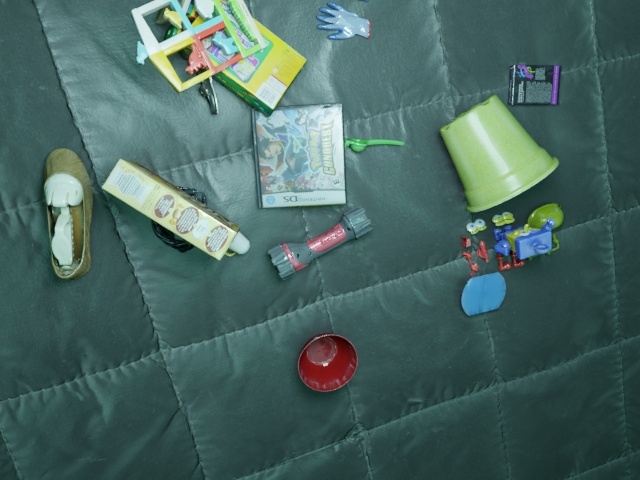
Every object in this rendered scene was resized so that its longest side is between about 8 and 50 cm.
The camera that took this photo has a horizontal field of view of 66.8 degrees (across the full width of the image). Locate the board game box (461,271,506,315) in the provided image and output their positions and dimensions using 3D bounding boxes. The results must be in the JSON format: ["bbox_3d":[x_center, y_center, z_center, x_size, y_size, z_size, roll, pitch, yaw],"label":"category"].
[{"bbox_3d":[0.523,0.168,1.579,0.169,0.033,0.133,-11,110,-17],"label":"board game box"}]

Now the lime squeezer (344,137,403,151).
[{"bbox_3d":[0.093,-0.244,1.387,0.310,0.059,0.110,-31,106,-5],"label":"lime squeezer"}]

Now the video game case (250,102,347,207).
[{"bbox_3d":[-0.056,-0.230,1.335,0.248,0.035,0.274,-2,102,3],"label":"video game case"}]

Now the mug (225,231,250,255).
[{"bbox_3d":[-0.239,0.008,1.373,0.064,0.078,0.062,38,59,-26],"label":"mug"}]

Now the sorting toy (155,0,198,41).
[{"bbox_3d":[-0.330,-0.595,1.182,0.046,0.132,0.274,22,86,-45],"label":"sorting toy"}]

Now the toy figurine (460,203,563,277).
[{"bbox_3d":[0.645,0.017,1.482,0.363,0.217,0.191,-14,105,-9],"label":"toy figurine"}]

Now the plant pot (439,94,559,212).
[{"bbox_3d":[0.480,-0.259,1.382,0.276,0.276,0.254,-33,95,-4],"label":"plant pot"}]

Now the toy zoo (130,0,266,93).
[{"bbox_3d":[-0.292,-0.472,1.117,0.293,0.030,0.192,-36,110,-18],"label":"toy zoo"}]

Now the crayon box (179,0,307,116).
[{"bbox_3d":[-0.196,-0.469,1.234,0.278,0.081,0.165,34,80,-13],"label":"crayon box"}]

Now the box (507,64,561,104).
[{"bbox_3d":[0.651,-0.473,1.476,0.162,0.029,0.116,-3,102,-13],"label":"box"}]

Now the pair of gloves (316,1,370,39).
[{"bbox_3d":[0.072,-0.645,1.314,0.159,0.023,0.198,4,102,-15],"label":"pair of gloves"}]

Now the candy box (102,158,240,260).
[{"bbox_3d":[-0.358,-0.077,1.212,0.316,0.183,0.087,34,91,-9],"label":"candy box"}]

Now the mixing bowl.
[{"bbox_3d":[0.013,0.354,1.474,0.181,0.098,0.181,-2,102,-12],"label":"mixing bowl"}]

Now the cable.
[{"bbox_3d":[-0.387,-0.055,1.324,0.151,0.047,0.184,3,102,-13],"label":"cable"}]

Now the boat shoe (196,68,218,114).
[{"bbox_3d":[-0.297,-0.393,1.271,0.042,0.049,0.133,-17,98,-13],"label":"boat shoe"}]

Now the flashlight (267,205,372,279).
[{"bbox_3d":[0.000,0.000,1.395,0.304,0.103,0.103,-29,104,-4],"label":"flashlight"}]

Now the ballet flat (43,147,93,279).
[{"bbox_3d":[-0.645,-0.058,1.226,0.116,0.124,0.342,2,101,-13],"label":"ballet flat"}]
